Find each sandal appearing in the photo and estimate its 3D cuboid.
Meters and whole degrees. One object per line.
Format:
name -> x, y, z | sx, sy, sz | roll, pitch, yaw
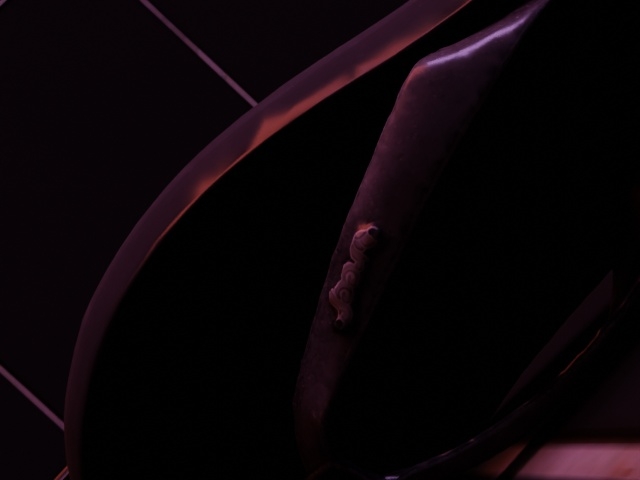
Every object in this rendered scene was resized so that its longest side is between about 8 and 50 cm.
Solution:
sandal -> 0.039, -0.010, 0.327 | 0.254, 0.097, 0.054 | -47, 30, 8
